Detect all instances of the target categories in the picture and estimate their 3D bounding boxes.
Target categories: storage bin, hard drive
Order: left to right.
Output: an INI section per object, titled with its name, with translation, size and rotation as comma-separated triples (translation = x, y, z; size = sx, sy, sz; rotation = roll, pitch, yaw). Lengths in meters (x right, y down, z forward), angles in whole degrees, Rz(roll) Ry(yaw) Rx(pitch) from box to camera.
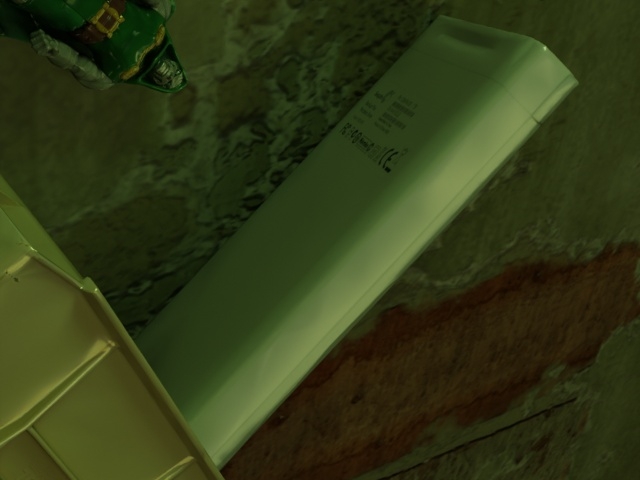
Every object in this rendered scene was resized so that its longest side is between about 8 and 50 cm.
[storage bin]
translation = -0.192, 0.042, 0.702
size = 0.123, 0.262, 0.260
rotation = -37, 142, -11
[hard drive]
translation = 0.000, 0.000, 0.882
size = 0.047, 0.233, 0.353
rotation = 43, 93, -17

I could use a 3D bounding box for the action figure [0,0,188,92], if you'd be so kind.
[action figure]
translation = -0.144, -0.144, 0.743
size = 0.137, 0.063, 0.232
rotation = -50, 146, 2
